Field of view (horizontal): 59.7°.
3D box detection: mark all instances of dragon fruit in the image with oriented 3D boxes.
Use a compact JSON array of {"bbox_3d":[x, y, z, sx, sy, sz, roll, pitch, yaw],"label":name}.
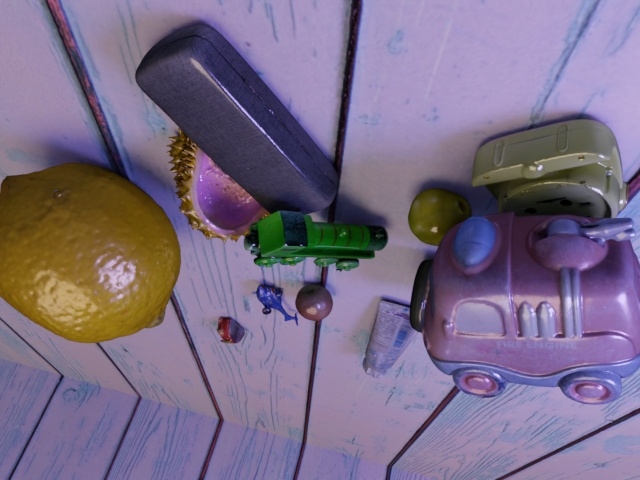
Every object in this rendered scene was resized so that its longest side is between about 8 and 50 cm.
[{"bbox_3d":[-0.249,0.250,1.511,0.056,0.060,0.083,-3,146,24],"label":"dragon fruit"}]

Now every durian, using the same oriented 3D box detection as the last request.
[{"bbox_3d":[-0.169,-0.084,0.920,0.132,0.165,0.182,-44,151,12],"label":"durian"}]

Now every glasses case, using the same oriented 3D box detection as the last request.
[{"bbox_3d":[-0.104,-0.151,0.789,0.131,0.074,0.323,-11,140,36],"label":"glasses case"}]

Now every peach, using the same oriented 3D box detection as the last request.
[{"bbox_3d":[-0.013,0.135,1.193,0.083,0.083,0.083,12,149,8],"label":"peach"}]

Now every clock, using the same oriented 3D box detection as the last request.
[{"bbox_3d":[0.320,-0.054,0.745,0.170,0.069,0.232,-11,139,38],"label":"clock"}]

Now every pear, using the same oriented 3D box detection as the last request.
[{"bbox_3d":[0.175,-0.031,0.838,0.092,0.092,0.097,28,146,-18],"label":"pear"}]

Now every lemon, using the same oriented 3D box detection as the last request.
[{"bbox_3d":[-0.422,0.022,1.007,0.337,0.335,0.336,12,149,8],"label":"lemon"}]

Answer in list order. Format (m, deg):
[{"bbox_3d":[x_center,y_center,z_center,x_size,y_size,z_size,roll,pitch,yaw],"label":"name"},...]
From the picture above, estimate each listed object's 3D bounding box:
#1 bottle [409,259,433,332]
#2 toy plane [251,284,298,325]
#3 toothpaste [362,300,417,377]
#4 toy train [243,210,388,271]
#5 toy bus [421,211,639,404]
[{"bbox_3d":[0.296,0.109,0.952,0.272,0.143,0.156,9,174,17],"label":"bottle"},{"bbox_3d":[-0.100,0.148,1.293,0.062,0.054,0.167,-23,136,11],"label":"toy plane"},{"bbox_3d":[0.158,0.224,1.277,0.114,0.073,0.299,17,142,2],"label":"toothpaste"},{"bbox_3d":[0.000,0.000,0.901,0.252,0.084,0.119,2,163,-38],"label":"toy train"},{"bbox_3d":[0.268,0.065,0.727,0.295,0.197,0.231,-2,134,26],"label":"toy bus"}]
